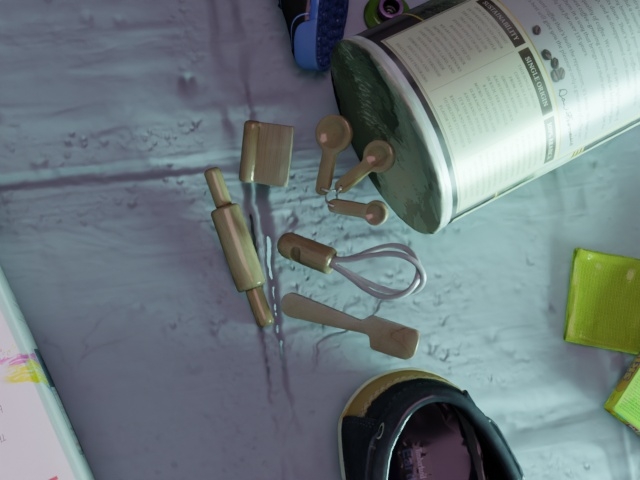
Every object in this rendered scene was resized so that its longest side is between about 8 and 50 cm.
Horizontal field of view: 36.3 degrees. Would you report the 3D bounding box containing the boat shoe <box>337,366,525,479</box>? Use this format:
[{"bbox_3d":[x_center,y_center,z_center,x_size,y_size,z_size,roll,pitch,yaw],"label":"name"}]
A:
[{"bbox_3d":[0.133,0.352,0.837,0.187,0.156,0.500,-12,80,-12],"label":"boat shoe"}]

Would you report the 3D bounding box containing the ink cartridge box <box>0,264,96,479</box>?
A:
[{"bbox_3d":[-0.320,0.183,0.833,0.207,0.119,0.353,-24,80,-13],"label":"ink cartridge box"}]

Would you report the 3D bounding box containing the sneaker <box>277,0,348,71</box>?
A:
[{"bbox_3d":[-0.023,-0.288,1.013,0.090,0.081,0.232,2,85,23],"label":"sneaker"}]

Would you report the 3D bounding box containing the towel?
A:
[{"bbox_3d":[0.369,0.075,1.000,0.237,0.021,0.102,11,75,-5],"label":"towel"}]

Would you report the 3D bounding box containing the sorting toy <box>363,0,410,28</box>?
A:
[{"bbox_3d":[0.077,-0.219,1.020,0.061,0.042,0.102,4,76,-6],"label":"sorting toy"}]

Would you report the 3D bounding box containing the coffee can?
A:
[{"bbox_3d":[0.177,-0.154,0.935,0.275,0.201,0.201,-27,82,-13],"label":"coffee can"}]

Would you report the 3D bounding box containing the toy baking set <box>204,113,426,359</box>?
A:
[{"bbox_3d":[-0.006,0.001,0.911,0.197,0.030,0.256,-16,90,26],"label":"toy baking set"}]

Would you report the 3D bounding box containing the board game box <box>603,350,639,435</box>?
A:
[{"bbox_3d":[0.404,0.098,0.973,0.124,0.039,0.259,37,82,0],"label":"board game box"}]
